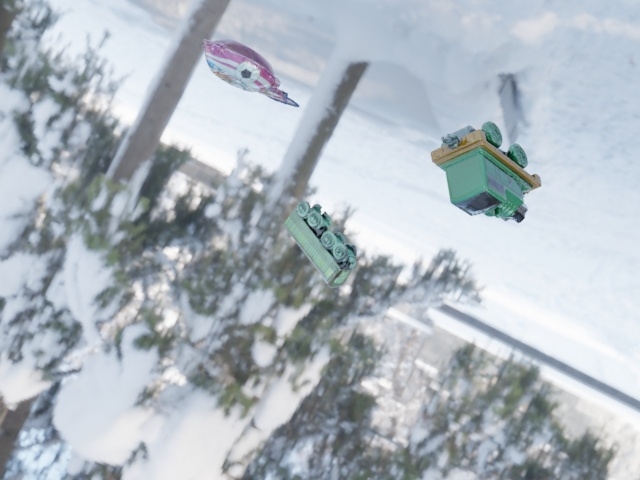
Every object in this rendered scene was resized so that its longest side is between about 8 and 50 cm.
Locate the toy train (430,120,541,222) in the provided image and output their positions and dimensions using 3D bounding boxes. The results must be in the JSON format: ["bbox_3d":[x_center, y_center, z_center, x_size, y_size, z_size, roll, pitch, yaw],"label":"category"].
[{"bbox_3d":[0.252,-0.092,1.406,0.091,0.136,0.227,-23,144,33],"label":"toy train"}]

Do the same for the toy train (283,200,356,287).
[{"bbox_3d":[0.000,0.000,1.425,0.038,0.071,0.148,-1,-136,-46],"label":"toy train"}]

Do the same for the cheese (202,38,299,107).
[{"bbox_3d":[-0.124,-0.295,1.671,0.155,0.062,0.244,23,174,34],"label":"cheese"}]

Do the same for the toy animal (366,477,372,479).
[{"bbox_3d":[0.089,0.374,1.085,0.070,0.202,0.105,-1,156,-46],"label":"toy animal"}]
